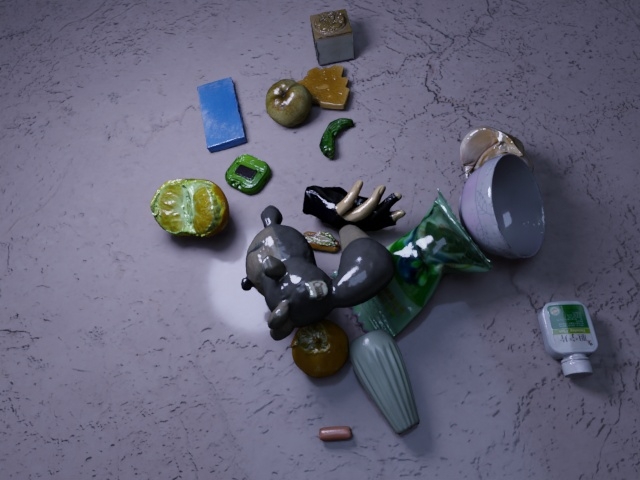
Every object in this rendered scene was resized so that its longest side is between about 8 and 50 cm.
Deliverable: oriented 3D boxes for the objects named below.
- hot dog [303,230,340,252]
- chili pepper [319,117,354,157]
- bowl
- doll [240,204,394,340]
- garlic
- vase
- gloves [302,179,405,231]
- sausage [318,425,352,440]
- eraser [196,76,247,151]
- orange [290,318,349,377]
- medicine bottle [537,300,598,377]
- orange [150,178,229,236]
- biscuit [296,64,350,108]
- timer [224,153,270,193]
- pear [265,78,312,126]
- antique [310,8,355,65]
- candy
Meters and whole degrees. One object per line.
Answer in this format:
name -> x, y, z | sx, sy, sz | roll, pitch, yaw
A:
hot dog -> 0.000, 0.000, 1.455 | 0.132, 0.041, 0.057 | 12, 65, 14
chili pepper -> 0.046, -0.355, 1.636 | 0.073, 0.050, 0.182 | 18, 63, 25
bowl -> 0.487, -0.084, 1.330 | 0.143, 0.287, 0.287 | -13, 50, 49
doll -> -0.025, 0.076, 1.304 | 0.378, 0.253, 0.383 | -6, 40, -16
garlic -> 0.538, -0.252, 1.467 | 0.229, 0.178, 0.142 | 43, 43, 7
vase -> 0.165, 0.351, 1.203 | 0.128, 0.128, 0.248 | -23, 71, -4
gloves -> 0.104, -0.099, 1.434 | 0.300, 0.197, 0.153 | -3, 96, 25
sausage -> 0.037, 0.481, 1.197 | 0.083, 0.034, 0.034 | -6, 61, 6
eraser -> -0.362, -0.462, 1.755 | 0.144, 0.043, 0.312 | -17, 61, 0
orange -> 0.000, 0.279, 1.256 | 0.154, 0.134, 0.155 | 0, 63, 0
medicine bottle -> 0.630, 0.249, 1.217 | 0.119, 0.069, 0.183 | -3, 63, 4
orange -> -0.389, -0.102, 1.491 | 0.237, 0.158, 0.180 | 1, 99, 14
biscuit -> 0.024, -0.549, 1.747 | 0.212, 0.041, 0.239 | -27, 60, -12
timer -> -0.244, -0.224, 1.607 | 0.140, 0.047, 0.128 | 26, 69, 20
pear -> -0.113, -0.481, 1.675 | 0.167, 0.136, 0.167 | -6, 75, 21
antique -> 0.043, -0.765, 1.800 | 0.146, 0.148, 0.152 | -10, 59, 0
candy -> 0.239, 0.082, 1.316 | 0.397, 0.172, 0.263 | -36, 58, 3
